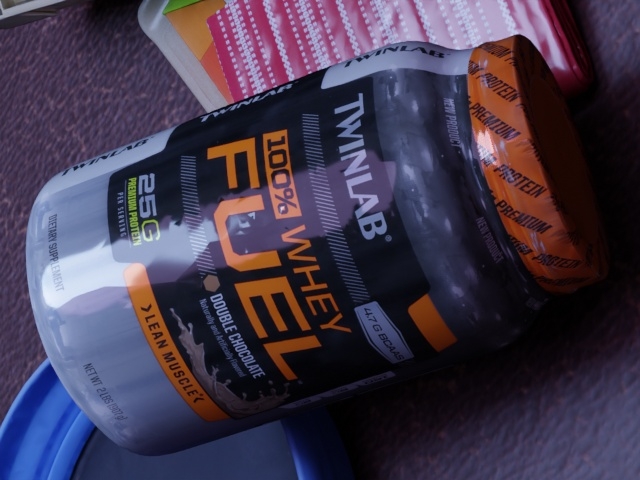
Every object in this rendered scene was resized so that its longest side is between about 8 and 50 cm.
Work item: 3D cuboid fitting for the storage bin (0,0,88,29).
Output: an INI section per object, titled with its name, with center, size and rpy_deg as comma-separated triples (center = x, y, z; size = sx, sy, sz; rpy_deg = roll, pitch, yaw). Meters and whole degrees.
[storage bin]
center = -0.194, -0.317, 1.454
size = 0.262, 0.123, 0.260
rpy_deg = -7, 90, 43

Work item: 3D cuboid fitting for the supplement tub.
[supplement tub]
center = 0.000, 0.000, 1.168
size = 0.338, 0.207, 0.207
rpy_deg = -20, 65, 18

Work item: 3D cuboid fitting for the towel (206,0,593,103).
[towel]
center = 0.051, -0.137, 1.285
size = 0.275, 0.031, 0.199
rpy_deg = -29, 74, 32

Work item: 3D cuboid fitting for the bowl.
[bowl]
center = -0.123, 0.246, 1.365
size = 0.391, 0.077, 0.391
rpy_deg = -13, 71, 42

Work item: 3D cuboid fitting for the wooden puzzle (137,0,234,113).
[wooden puzzle]
center = -0.042, -0.197, 1.416
size = 0.221, 0.044, 0.238
rpy_deg = -56, 48, 19
